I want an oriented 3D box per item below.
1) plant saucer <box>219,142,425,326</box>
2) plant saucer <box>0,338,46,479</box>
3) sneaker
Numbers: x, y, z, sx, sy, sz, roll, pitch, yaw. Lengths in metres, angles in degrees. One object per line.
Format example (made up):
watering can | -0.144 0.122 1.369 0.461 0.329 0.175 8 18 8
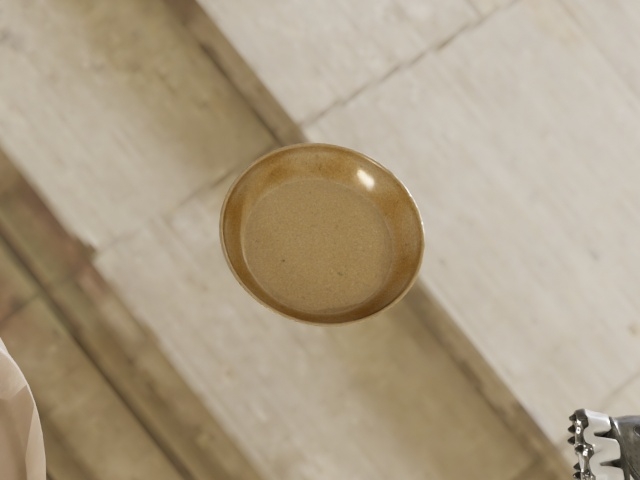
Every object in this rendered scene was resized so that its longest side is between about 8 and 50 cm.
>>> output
plant saucer | 0.000 0.000 0.757 0.083 0.083 0.015 -37 163 -24
plant saucer | -0.199 0.153 0.851 0.278 0.041 0.277 10 90 -70
sneaker | 0.236 0.213 1.268 0.106 0.234 0.078 -6 144 0
